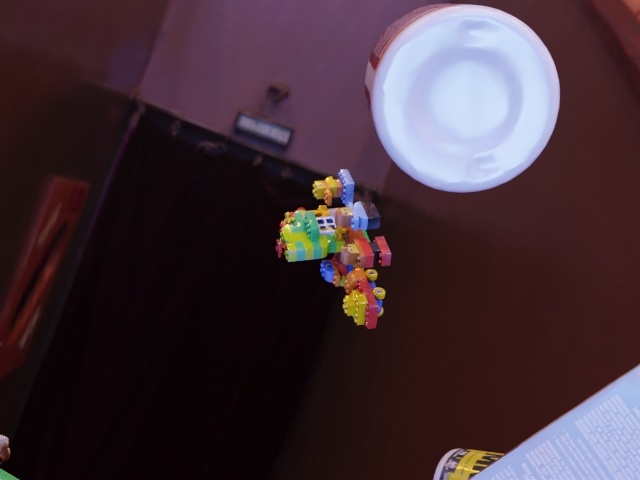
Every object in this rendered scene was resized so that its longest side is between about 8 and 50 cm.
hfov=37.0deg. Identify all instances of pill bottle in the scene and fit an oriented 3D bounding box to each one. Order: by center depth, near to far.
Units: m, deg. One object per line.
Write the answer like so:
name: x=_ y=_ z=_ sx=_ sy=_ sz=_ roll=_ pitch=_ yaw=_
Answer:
pill bottle: x=0.174 y=-0.208 z=1.297 sx=0.224 sy=0.224 sz=0.392 roll=20 pitch=14 yaw=-4
pill bottle: x=0.273 y=0.364 z=1.354 sx=0.208 sy=0.119 sz=0.119 roll=-3 pitch=-16 yaw=42

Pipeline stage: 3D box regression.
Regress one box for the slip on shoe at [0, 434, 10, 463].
slip on shoe: x=-0.590 y=0.388 z=1.735 sx=0.051 sy=0.041 sz=0.135 roll=16 pitch=-30 yaw=-16

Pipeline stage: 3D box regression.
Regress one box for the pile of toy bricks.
pile of toy bricks: x=0.000 y=0.000 z=1.062 sx=0.105 sy=0.118 sz=0.212 roll=-6 pitch=38 yaw=-12

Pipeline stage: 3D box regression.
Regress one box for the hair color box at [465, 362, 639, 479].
hair color box: x=0.226 y=0.266 z=0.986 sx=0.114 sy=0.374 sz=0.185 roll=57 pitch=-3 yaw=17

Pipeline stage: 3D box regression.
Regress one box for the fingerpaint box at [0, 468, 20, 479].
fingerpaint box: x=-0.464 y=0.544 z=1.390 sx=0.444 sy=0.371 sz=0.163 roll=31 pitch=28 yaw=-4
